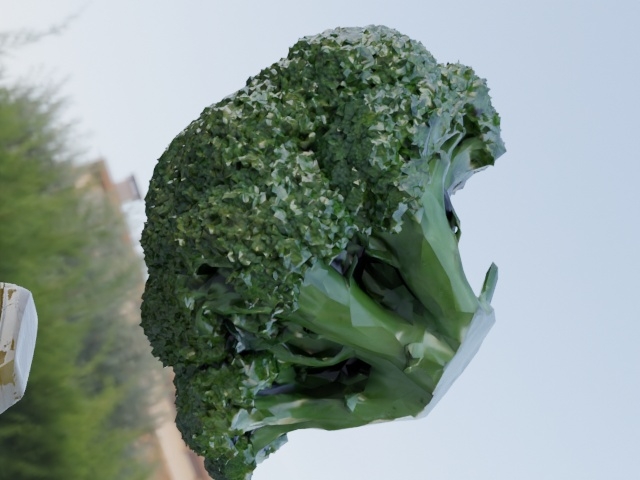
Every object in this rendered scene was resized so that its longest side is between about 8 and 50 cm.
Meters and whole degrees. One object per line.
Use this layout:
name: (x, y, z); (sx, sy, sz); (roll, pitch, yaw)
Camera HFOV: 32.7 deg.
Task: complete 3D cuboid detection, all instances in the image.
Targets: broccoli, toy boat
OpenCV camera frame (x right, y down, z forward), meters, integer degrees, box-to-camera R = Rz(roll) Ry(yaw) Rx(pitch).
broccoli: (0.000, -0.003, 0.908); (0.310, 0.413, 0.321); (25, -21, 46)
toy boat: (-0.300, 0.093, 0.974); (0.200, 0.077, 0.057); (-109, -170, -65)
